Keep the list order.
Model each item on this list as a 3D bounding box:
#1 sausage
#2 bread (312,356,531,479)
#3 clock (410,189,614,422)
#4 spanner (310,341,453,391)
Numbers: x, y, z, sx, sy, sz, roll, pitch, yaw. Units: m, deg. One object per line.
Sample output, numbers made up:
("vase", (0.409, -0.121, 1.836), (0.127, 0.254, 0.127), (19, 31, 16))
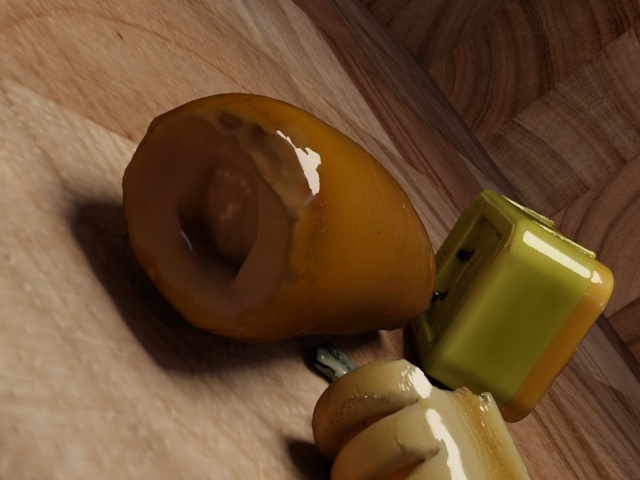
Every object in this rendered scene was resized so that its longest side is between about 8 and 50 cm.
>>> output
("sausage", (0.003, -0.004, 0.569), (0.134, 0.116, 0.354), (45, 10, 15))
("bread", (0.059, 0.134, 0.457), (0.119, 0.084, 0.177), (34, 24, -44))
("clock", (0.144, 0.045, 0.735), (0.096, 0.143, 0.202), (29, 11, -5))
("spanner", (0.074, 0.116, 0.665), (0.302, 0.017, 0.071), (24, 32, -59))
